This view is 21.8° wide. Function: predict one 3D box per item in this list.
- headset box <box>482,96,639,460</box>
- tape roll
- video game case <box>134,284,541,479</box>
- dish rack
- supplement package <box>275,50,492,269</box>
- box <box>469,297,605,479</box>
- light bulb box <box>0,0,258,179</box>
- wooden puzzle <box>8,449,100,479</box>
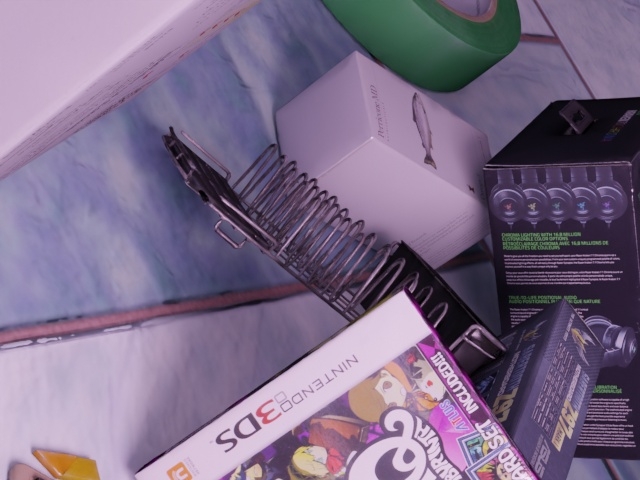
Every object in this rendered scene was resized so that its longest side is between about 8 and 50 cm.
[{"bbox_3d":[0.249,0.016,1.483,0.246,0.131,0.283,-41,127,-61],"label":"headset box"},{"bbox_3d":[0.083,-0.310,1.776,0.321,0.077,0.321,37,33,-29],"label":"tape roll"},{"bbox_3d":[0.033,0.181,1.046,0.232,0.210,0.042,56,6,2],"label":"video game case"},{"bbox_3d":[0.000,0.000,1.253,0.271,0.074,0.208,39,4,-22],"label":"dish rack"},{"bbox_3d":[0.061,-0.064,1.451,0.179,0.105,0.105,28,40,-38],"label":"supplement package"},{"bbox_3d":[0.102,0.152,1.200,0.059,0.183,0.232,51,28,-9],"label":"box"},{"bbox_3d":[-0.151,-0.212,1.037,0.225,0.358,0.361,53,28,-6],"label":"light bulb box"},{"bbox_3d":[-0.153,0.170,0.981,0.078,0.014,0.116,28,39,-38],"label":"wooden puzzle"}]
